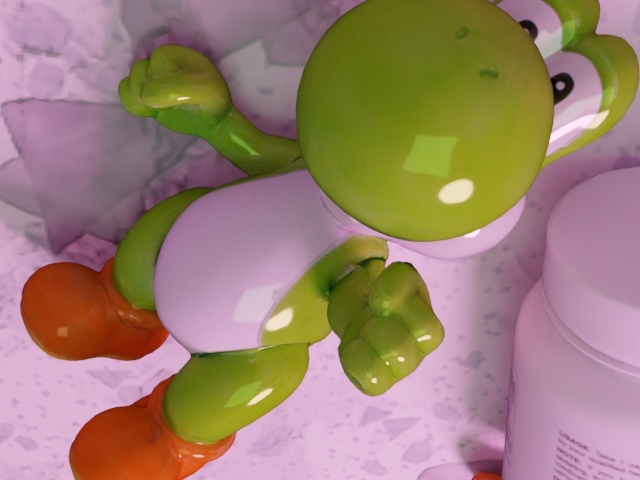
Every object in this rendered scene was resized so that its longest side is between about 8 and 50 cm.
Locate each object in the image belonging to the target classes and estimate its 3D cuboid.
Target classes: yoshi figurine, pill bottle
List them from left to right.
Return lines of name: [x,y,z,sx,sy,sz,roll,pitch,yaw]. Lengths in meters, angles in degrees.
yoshi figurine: [-0.017,-0.009,0.443,0.362,0.203,0.203,-37,114,22]
pill bottle: [0.202,0.106,0.555,0.161,0.160,0.283,-4,129,2]

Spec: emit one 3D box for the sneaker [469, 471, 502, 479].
sneaker: [0.192,0.220,0.720,0.175,0.064,0.067,28,106,-29]
